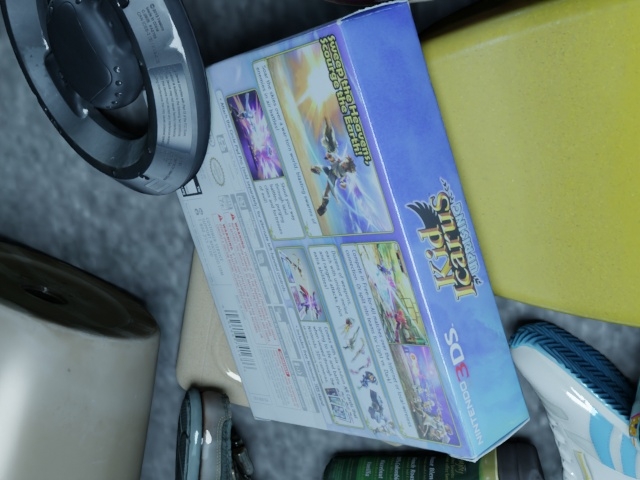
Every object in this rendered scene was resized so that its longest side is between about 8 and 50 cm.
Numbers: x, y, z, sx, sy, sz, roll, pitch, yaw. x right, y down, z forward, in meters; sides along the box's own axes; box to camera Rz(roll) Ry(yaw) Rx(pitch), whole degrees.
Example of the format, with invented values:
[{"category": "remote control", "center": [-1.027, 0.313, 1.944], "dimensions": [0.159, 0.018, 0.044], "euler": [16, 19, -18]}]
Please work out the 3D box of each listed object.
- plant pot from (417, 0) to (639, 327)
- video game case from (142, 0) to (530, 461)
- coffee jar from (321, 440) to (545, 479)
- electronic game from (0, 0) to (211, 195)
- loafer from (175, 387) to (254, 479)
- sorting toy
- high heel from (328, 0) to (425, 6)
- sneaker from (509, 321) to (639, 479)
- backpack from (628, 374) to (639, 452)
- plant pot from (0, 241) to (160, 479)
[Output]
[{"category": "plant pot", "center": [0.156, -0.074, 0.662], "dimensions": [0.187, 0.212, 0.212], "euler": [-4, 111, 24]}, {"category": "video game case", "center": [0.000, 0.000, 0.675], "dimensions": [0.244, 0.061, 0.270], "euler": [-3, 108, 55]}, {"category": "coffee jar", "center": [0.098, 0.224, 0.845], "dimensions": [0.184, 0.079, 0.096], "euler": [-9, 109, 12]}, {"category": "electronic game", "center": [-0.155, -0.137, 0.702], "dimensions": [0.229, 0.048, 0.229], "euler": [34, 140, 34]}, {"category": "loafer", "center": [-0.087, 0.240, 0.886], "dimensions": [0.084, 0.096, 0.268], "euler": [1, 120, -12]}, {"category": "sorting toy", "center": [-0.010, 0.059, 0.825], "dimensions": [0.208, 0.038, 0.193], "euler": [15, 112, 8]}, {"category": "high heel", "center": [-0.013, -0.254, 0.645], "dimensions": [0.377, 0.127, 0.181], "euler": [2, 122, 12]}, {"category": "sneaker", "center": [0.222, 0.162, 0.799], "dimensions": [0.092, 0.087, 0.229], "euler": [-41, 98, 23]}, {"category": "backpack", "center": [0.317, 0.093, 0.712], "dimensions": [0.165, 0.144, 0.188], "euler": [25, 69, -3]}, {"category": "plant pot", "center": [-0.264, 0.161, 0.778], "dimensions": [0.323, 0.323, 0.280], "euler": [25, 97, -1]}]
